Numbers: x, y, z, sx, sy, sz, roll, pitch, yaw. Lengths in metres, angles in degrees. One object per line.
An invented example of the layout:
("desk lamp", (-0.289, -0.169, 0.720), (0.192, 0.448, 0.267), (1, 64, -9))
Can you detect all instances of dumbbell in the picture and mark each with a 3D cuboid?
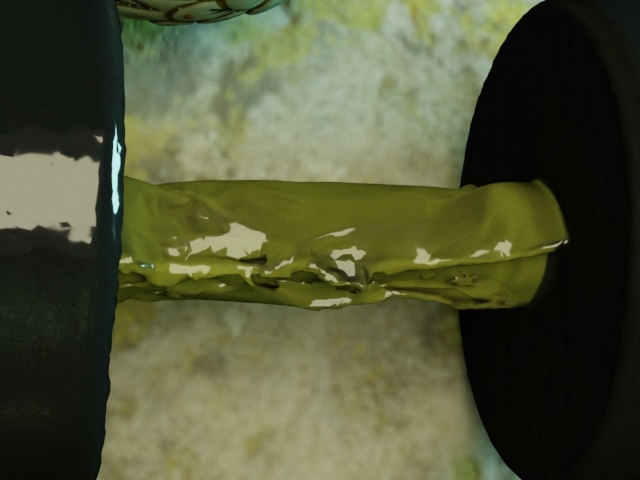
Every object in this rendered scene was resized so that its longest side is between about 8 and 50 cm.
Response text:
("dumbbell", (0.000, 0.000, 0.648), (0.322, 0.204, 0.204), (2, 75, -14))

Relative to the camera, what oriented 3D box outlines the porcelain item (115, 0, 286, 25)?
("porcelain item", (-0.050, -0.219, 0.680), (0.253, 0.253, 0.253), (3, 75, -13))
